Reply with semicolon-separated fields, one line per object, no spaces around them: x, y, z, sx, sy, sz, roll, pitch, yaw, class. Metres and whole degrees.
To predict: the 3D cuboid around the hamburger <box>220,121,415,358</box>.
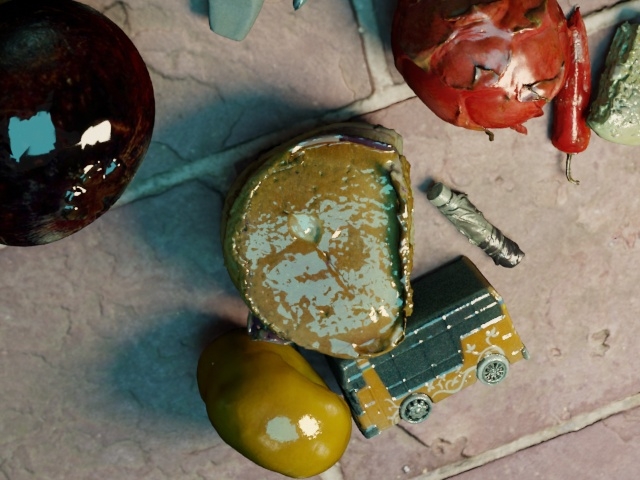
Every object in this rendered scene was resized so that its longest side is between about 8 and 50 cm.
0.000;0.000;1.909;0.277;0.195;0.317;2;101;-2;hamburger

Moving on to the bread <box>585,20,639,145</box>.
0.475;-0.237;1.990;0.232;0.064;0.172;-29;108;-14;bread

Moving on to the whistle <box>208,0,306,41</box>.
-0.088;-0.386;1.772;0.186;0.093;0.273;19;115;6;whistle

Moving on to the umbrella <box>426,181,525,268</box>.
0.226;-0.023;2.063;0.046;0.050;0.188;-36;122;28;umbrella

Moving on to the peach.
-0.064;0.233;2.001;0.153;0.251;0.251;-43;118;6;peach

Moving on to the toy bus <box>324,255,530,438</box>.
0.147;0.158;2.079;0.275;0.138;0.167;-28;118;-1;toy bus

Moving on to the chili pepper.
0.364;-0.200;2.005;0.059;0.050;0.267;1;116;3;chili pepper

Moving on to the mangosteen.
-0.360;-0.156;1.711;0.330;0.330;0.330;-6;117;-12;mangosteen

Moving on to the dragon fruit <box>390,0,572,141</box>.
0.211;-0.265;1.835;0.241;0.241;0.252;-48;132;11;dragon fruit
